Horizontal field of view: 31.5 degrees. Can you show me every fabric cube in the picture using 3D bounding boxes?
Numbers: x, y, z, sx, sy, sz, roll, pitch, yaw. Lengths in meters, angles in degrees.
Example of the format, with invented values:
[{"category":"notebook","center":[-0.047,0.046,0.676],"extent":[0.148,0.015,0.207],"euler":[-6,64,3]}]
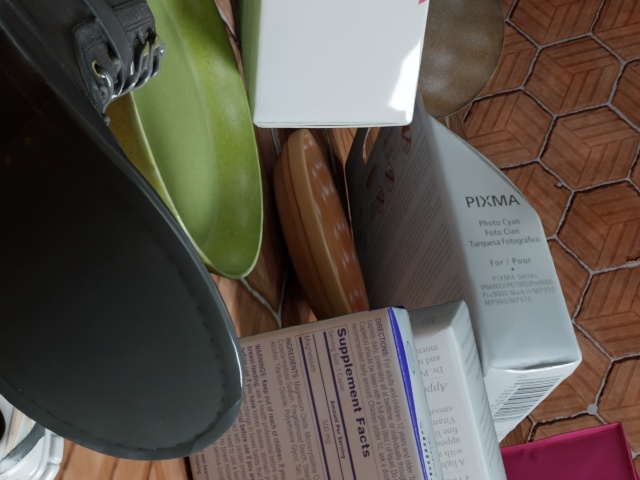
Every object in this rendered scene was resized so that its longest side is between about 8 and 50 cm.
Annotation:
[{"category":"fabric cube","center":[0.309,0.425,1.470],"extent":[0.258,0.259,0.254],"euler":[59,22,-48]}]

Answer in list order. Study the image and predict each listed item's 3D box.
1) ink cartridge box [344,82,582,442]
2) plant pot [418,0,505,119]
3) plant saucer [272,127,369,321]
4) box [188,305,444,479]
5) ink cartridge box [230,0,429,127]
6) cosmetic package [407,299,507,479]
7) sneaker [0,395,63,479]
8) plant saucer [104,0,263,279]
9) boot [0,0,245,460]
[{"category":"ink cartridge box","center":[0.118,0.009,1.128],"extent":[0.308,0.091,0.384],"euler":[111,-26,-59]},{"category":"plant pot","center":[0.071,-0.248,1.292],"extent":[0.230,0.215,0.215],"euler":[-6,83,-62]},{"category":"plant saucer","center":[0.000,0.000,1.007],"extent":[0.200,0.037,0.199],"euler":[-16,90,-82]},{"category":"box","center":[-0.005,0.113,0.673],"extent":[0.072,0.137,0.126],"euler":[14,64,-77]},{"category":"ink cartridge box","center":[-0.004,-0.238,0.836],"extent":[0.283,0.117,0.207],"euler":[-104,-164,-55]},{"category":"cosmetic package","center":[0.054,0.155,0.860],"extent":[0.151,0.151,0.183],"euler":[-22,100,-78]},{"category":"sneaker","center":[-0.126,0.044,0.443],"extent":[0.044,0.040,0.109],"euler":[34,42,-64]},{"category":"plant saucer","center":[-0.094,-0.089,0.720],"extent":[0.241,0.037,0.240],"euler":[-13,90,-78]},{"category":"boot","center":[-0.101,-0.061,0.471],"extent":[0.263,0.091,0.229],"euler":[56,16,-13]}]
